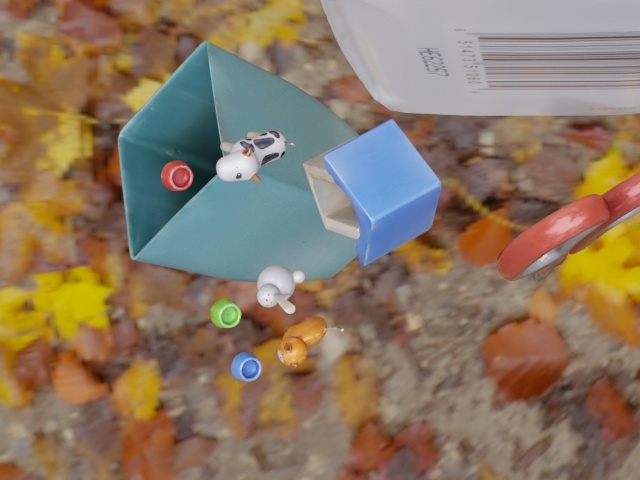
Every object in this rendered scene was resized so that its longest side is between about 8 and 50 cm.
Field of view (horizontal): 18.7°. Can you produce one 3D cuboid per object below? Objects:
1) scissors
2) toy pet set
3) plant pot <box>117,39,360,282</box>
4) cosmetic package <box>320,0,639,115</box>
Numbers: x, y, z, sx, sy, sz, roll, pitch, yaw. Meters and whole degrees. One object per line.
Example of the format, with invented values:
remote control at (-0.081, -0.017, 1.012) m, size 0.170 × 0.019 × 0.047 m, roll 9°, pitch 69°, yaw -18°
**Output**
scissors at (0.124, 0.009, 1.108) m, size 0.109 × 0.297 × 0.021 m, roll -29°, pitch 84°, yaw -16°
toy pet set at (0.000, 0.000, 0.951) m, size 0.114 × 0.065 × 0.122 m, roll -28°, pitch 112°, yaw -21°
plant pot at (-0.058, -0.059, 1.967) m, size 0.165 × 0.234 × 0.166 m, roll -42°, pitch 44°, yaw 36°
cosmetic package at (0.050, -0.152, 0.422) m, size 0.085 × 0.117 × 0.231 m, roll 1°, pitch 81°, yaw 7°
